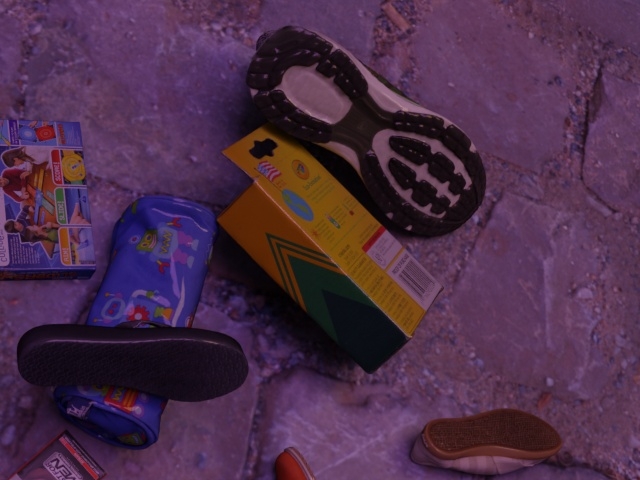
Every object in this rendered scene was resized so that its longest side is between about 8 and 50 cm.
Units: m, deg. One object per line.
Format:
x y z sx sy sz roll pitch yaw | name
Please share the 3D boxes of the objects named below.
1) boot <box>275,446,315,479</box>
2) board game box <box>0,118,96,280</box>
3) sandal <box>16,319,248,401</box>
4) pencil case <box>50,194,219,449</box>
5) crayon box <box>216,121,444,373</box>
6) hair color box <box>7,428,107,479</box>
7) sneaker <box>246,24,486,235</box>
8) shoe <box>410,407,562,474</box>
-0.043 0.324 1.490 0.084 0.059 0.158 -5 70 -21 | boot
-0.351 -0.051 1.530 0.136 0.035 0.201 1 67 -25 | board game box
-0.195 0.116 1.355 0.254 0.097 0.054 10 38 -24 | sandal
-0.215 0.091 1.479 0.133 0.119 0.306 16 61 -1 | pencil case
0.000 0.000 1.590 0.318 0.081 0.202 46 24 1 | crayon box
-0.312 0.282 1.390 0.072 0.043 0.141 47 57 0 | hair color box
0.065 -0.167 1.714 0.410 0.158 0.182 39 13 -26 | sneaker
0.215 0.264 1.643 0.219 0.058 0.076 4 45 -28 | shoe
